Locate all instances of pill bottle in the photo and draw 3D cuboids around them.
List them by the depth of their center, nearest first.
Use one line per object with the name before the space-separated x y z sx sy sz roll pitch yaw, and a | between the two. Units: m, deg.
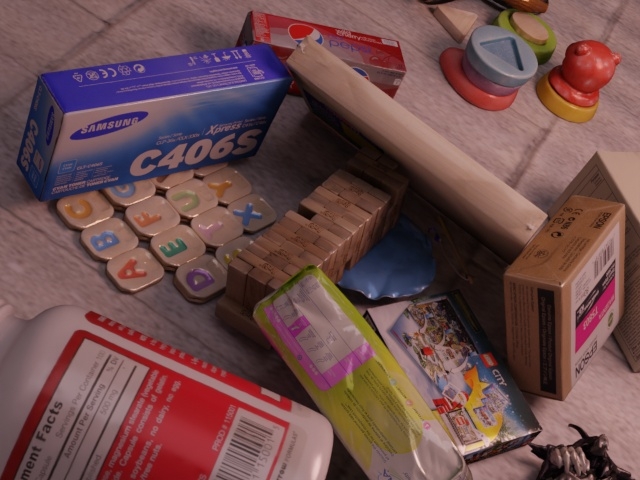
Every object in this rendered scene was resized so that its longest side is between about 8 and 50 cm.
pill bottle | -0.211 0.206 1.051 0.408 0.229 0.229 25 46 -3

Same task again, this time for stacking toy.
stacking toy | 0.370 -0.364 1.880 0.309 0.130 0.279 1 52 -25

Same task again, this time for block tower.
block tower | 0.000 0.000 1.385 0.091 0.097 0.335 30 48 18

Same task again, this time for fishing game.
fishing game | 0.075 0.019 1.479 0.264 0.041 0.189 -7 48 -23

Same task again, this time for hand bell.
hand bell | 0.318 -0.473 1.938 0.242 0.126 0.126 13 48 -17

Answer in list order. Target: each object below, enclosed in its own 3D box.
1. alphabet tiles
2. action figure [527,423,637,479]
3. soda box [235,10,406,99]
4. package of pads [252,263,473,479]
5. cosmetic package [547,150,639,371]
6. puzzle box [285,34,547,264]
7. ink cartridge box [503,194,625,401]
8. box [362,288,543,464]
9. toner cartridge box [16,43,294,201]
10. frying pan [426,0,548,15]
alphabet tiles | -0.203 -0.042 1.412 0.278 0.021 0.284 -27 68 -39
action figure | 0.334 0.324 1.271 0.164 0.141 0.275 22 49 -3
soda box | -0.001 -0.288 1.665 0.263 0.092 0.083 9 47 -19
package of pads | 0.056 0.182 1.197 0.101 0.229 0.296 -37 69 -2
cosmetic package | 0.488 0.028 1.582 0.113 0.160 0.309 -1 54 -27
puzzle box | 0.136 -0.121 1.489 0.409 0.272 0.052 39 89 9
ink cartridge box | 0.344 0.076 1.439 0.088 0.193 0.235 12 36 33
box | 0.170 0.182 1.378 0.159 0.044 0.233 -9 57 -31
toner cartridge box | -0.215 -0.161 1.378 0.348 0.165 0.075 -16 60 -37
frying pan | 0.321 -0.530 2.060 0.326 0.053 0.197 3 50 -27
